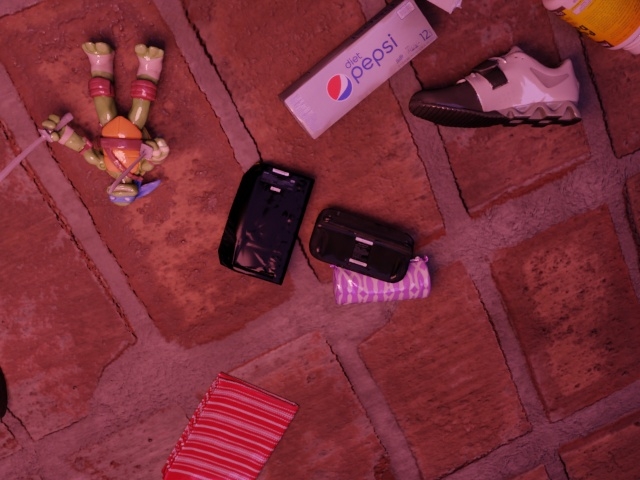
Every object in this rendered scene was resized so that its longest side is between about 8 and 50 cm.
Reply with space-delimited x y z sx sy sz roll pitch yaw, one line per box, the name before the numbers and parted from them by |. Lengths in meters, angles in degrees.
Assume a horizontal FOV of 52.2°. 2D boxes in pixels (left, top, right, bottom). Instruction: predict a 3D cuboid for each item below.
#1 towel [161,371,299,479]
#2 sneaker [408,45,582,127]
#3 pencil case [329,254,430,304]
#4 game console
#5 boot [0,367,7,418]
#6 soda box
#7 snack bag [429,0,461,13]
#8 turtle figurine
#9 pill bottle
towel | -0.195 0.432 1.400 0.199 0.031 0.274 27 100 -18
sneaker | 0.325 -0.291 1.236 0.331 0.122 0.146 -1 89 -9
pencil case | 0.123 0.080 1.317 0.206 0.086 0.088 -6 109 -8
game console | 0.000 0.000 1.252 0.362 0.044 0.213 18 90 -7
boot | -0.765 0.276 1.215 0.281 0.096 0.264 -28 110 0
soda box | 0.063 -0.312 1.179 0.286 0.098 0.091 -39 110 4
snack bag | 0.122 -0.552 0.996 0.343 0.037 0.323 28 144 4
turtle figurine | -0.347 -0.194 1.072 0.275 0.198 0.266 5 89 -54
pill bottle | 0.530 -0.435 1.214 0.215 0.117 0.117 25 101 -16
